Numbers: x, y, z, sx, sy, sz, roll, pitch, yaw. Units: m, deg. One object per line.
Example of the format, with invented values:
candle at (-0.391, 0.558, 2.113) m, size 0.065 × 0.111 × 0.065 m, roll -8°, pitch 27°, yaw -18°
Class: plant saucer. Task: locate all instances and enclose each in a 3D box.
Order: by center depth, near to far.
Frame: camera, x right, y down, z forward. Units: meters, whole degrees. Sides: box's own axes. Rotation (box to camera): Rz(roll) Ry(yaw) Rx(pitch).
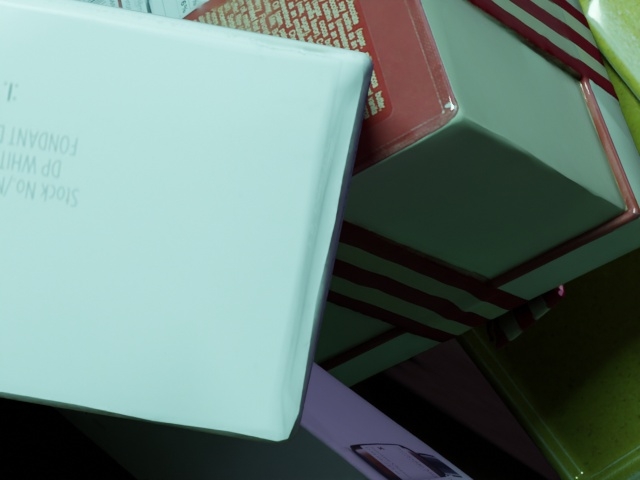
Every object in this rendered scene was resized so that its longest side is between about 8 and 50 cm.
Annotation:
plant saucer at (0.178, 0.006, 0.975) m, size 0.081 × 0.333 × 0.332 m, roll -28°, pitch 77°, yaw -43°

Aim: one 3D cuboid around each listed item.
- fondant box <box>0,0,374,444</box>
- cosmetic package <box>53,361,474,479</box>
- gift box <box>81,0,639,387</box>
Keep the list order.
fondant box at (-0.111, -0.035, 0.511) m, size 0.238 × 0.096 × 0.330 m, roll 10°, pitch 7°, yaw -1°
cosmetic package at (0.012, 0.098, 0.588) m, size 0.239 × 0.060 × 0.099 m, roll 35°, pitch 5°, yaw 27°
gift box at (-0.004, -0.073, 0.850) m, size 0.258 × 0.276 × 0.255 m, roll 20°, pitch 53°, yaw -53°
